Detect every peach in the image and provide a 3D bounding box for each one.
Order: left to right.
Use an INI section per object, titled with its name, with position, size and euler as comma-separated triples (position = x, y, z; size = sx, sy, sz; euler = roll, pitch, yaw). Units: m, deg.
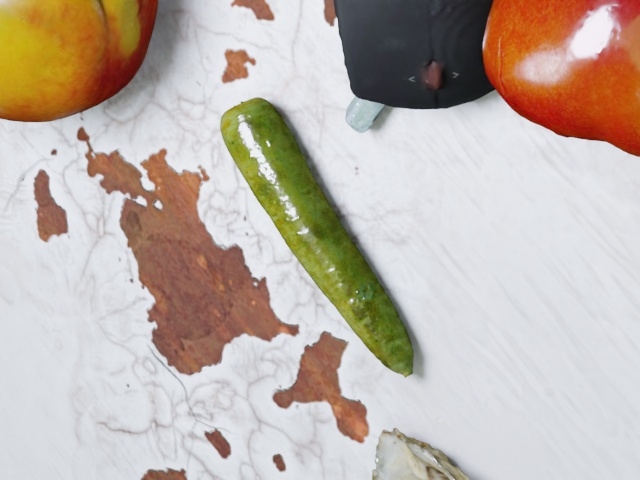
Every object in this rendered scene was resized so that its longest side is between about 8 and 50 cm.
[peach]
position = -0.339, -0.278, 1.346
size = 0.332, 0.307, 0.308
euler = -24, 90, 49

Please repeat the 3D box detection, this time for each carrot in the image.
[carrot]
position = 0.000, 0.000, 1.338
size = 0.074, 0.074, 0.359
euler = -34, 86, 32

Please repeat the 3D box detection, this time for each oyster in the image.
[oyster]
position = 0.145, 0.310, 1.326
size = 0.232, 0.107, 0.162
euler = 31, 123, 41

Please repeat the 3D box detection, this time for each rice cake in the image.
[rice cake]
position = 0.089, -0.197, 1.251
size = 0.033, 0.033, 0.208
euler = 30, 119, -12

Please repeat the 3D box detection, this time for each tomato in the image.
[tomato]
position = 0.288, -0.194, 0.997
size = 0.298, 0.298, 0.226
euler = 19, 113, 26

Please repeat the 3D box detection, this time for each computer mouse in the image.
[computer mouse]
position = 0.097, -0.231, 1.121
size = 0.170, 0.100, 0.269
euler = -3, 135, 10
